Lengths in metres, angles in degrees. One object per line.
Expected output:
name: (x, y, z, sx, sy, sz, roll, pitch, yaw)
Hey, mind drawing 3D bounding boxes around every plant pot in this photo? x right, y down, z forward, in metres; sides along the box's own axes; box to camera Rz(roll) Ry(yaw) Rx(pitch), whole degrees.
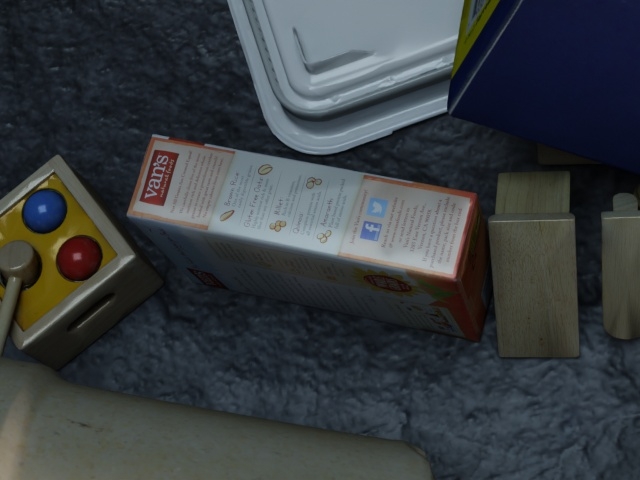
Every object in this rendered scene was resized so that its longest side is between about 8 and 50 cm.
plant pot: (-0.087, 0.230, 0.865, 0.306, 0.334, 0.333, 3, 72, 2)

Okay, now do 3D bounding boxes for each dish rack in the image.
dish rack: (0.080, -0.243, 1.100, 0.333, 0.072, 0.285, -19, 68, 4)

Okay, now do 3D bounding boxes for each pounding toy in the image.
pounding toy: (-0.210, 0.030, 1.053, 0.141, 0.100, 0.130, -39, 68, -2)

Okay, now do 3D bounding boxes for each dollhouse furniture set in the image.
dollhouse furniture set: (0.202, -0.010, 1.016, 0.144, 0.123, 0.151, -1, 37, 12)

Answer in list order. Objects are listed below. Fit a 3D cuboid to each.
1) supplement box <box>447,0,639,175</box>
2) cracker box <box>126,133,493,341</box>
supplement box: (0.226, -0.245, 0.929, 0.194, 0.195, 0.356, 16, 60, -8)
cracker box: (0.000, 0.000, 0.987, 0.232, 0.155, 0.067, 11, 74, 15)
